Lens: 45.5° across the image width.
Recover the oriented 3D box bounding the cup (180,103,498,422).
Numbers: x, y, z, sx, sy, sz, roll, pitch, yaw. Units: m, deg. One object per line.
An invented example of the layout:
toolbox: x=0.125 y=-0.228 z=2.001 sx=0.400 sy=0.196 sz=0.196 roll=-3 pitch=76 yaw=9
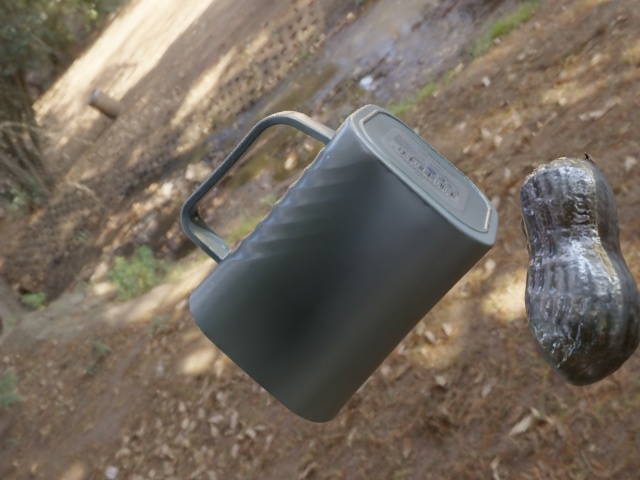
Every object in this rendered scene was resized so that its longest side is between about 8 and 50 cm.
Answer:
cup: x=0.000 y=0.000 z=0.378 sx=0.129 sy=0.128 sz=0.095 roll=-49 pitch=-1 yaw=22

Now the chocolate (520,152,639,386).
chocolate: x=0.251 y=0.020 z=0.749 sx=0.110 sy=0.110 sz=0.248 roll=-32 pitch=47 yaw=40
